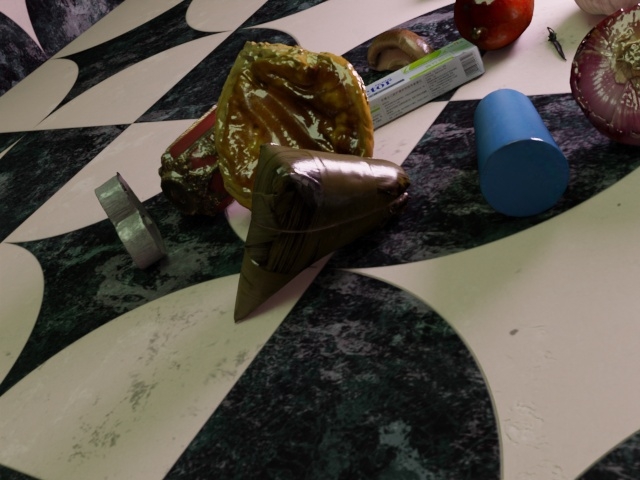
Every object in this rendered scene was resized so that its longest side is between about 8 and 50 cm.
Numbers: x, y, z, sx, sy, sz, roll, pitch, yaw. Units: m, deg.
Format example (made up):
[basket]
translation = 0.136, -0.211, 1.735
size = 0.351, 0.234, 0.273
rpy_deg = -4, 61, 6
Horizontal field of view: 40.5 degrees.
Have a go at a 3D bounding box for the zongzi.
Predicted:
[zongzi]
translation = 0.000, 0.000, 1.448
size = 0.274, 0.299, 0.145
rpy_deg = 3, 19, -31

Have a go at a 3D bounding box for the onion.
[onion]
translation = 0.515, -0.250, 1.360
size = 0.230, 0.163, 0.229
rpy_deg = -11, 69, 30

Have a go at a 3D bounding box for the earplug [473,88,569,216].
[earplug]
translation = 0.310, -0.162, 1.411
size = 0.133, 0.132, 0.273
rpy_deg = -19, 29, 14

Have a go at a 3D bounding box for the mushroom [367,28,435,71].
[mushroom]
translation = 0.183, -0.418, 1.912
size = 0.072, 0.094, 0.210
rpy_deg = -46, 32, -22

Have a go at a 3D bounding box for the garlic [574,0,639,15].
[garlic]
translation = 0.581, -0.578, 1.698
size = 0.245, 0.253, 0.245
rpy_deg = -27, 25, 14

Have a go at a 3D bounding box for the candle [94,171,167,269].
[candle]
translation = -0.366, -0.031, 1.712
size = 0.068, 0.192, 0.168
rpy_deg = -30, -12, -3

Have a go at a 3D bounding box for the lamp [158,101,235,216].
[lamp]
translation = -0.206, -0.170, 1.772
size = 0.177, 0.177, 0.274
rpy_deg = 7, 47, 43

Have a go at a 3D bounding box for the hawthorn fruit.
[hawthorn fruit]
translation = 0.351, -0.468, 1.792
size = 0.169, 0.169, 0.188
rpy_deg = 8, 54, 43

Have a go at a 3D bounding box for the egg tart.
[egg tart]
translation = -0.046, -0.194, 1.627
size = 0.352, 0.153, 0.339
rpy_deg = 7, 86, 29

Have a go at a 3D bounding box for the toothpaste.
[toothpaste]
translation = 0.167, -0.304, 1.777
size = 0.337, 0.067, 0.081
rpy_deg = -27, 28, 0

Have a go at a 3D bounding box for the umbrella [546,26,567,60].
[umbrella]
translation = 0.466, -0.392, 1.724
size = 0.022, 0.022, 0.148
rpy_deg = -54, 18, 32
